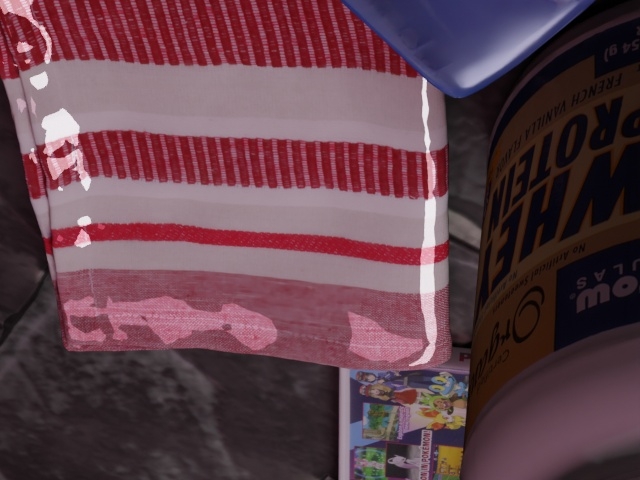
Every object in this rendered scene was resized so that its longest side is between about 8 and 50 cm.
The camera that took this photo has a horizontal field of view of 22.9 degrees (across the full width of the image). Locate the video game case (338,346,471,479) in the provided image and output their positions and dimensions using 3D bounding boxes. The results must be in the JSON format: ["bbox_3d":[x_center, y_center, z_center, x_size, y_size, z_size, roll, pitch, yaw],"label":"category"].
[{"bbox_3d":[0.103,0.141,1.054,0.183,0.023,0.201,5,138,5],"label":"video game case"}]

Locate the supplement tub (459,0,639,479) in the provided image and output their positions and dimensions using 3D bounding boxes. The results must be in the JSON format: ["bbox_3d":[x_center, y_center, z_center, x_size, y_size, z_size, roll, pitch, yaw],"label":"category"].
[{"bbox_3d":[0.183,0.058,0.732,0.228,0.316,0.228,5,137,5],"label":"supplement tub"}]

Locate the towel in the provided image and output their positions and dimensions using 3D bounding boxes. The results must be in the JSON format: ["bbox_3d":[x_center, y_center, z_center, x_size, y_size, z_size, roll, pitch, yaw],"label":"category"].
[{"bbox_3d":[-0.050,-0.054,0.846,0.237,0.037,0.329,2,133,8],"label":"towel"}]

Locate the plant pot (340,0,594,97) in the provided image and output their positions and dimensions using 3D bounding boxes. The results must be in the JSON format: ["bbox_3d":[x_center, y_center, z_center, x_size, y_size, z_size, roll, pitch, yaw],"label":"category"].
[{"bbox_3d":[0.058,-0.229,0.518,0.212,0.236,0.236,-30,124,28],"label":"plant pot"}]
